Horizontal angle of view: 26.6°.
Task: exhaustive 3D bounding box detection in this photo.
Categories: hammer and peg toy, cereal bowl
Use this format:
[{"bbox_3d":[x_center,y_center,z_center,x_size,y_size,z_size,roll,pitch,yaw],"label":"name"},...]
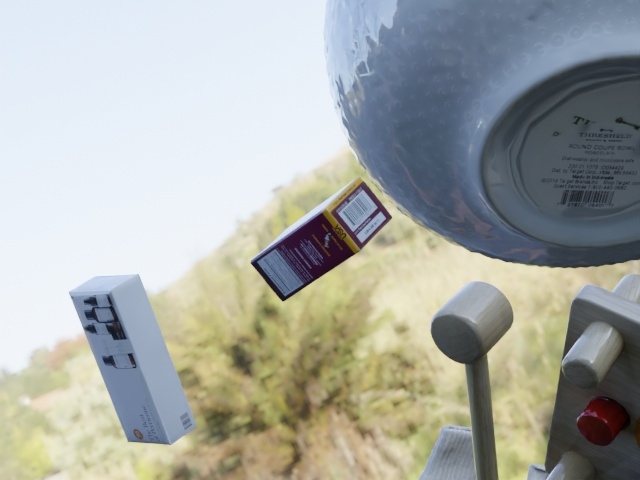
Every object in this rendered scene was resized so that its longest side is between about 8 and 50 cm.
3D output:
[{"bbox_3d":[0.281,0.160,1.214,0.127,0.361,0.266,-45,-32,-37],"label":"hammer and peg toy"},{"bbox_3d":[0.173,-0.099,0.861,0.339,0.141,0.339,-1,-46,-2],"label":"cereal bowl"}]

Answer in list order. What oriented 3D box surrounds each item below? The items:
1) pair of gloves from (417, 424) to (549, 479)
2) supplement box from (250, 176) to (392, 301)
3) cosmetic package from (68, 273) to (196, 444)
[{"bbox_3d":[0.201,0.345,1.636,0.204,0.240,0.042,-62,23,6],"label":"pair of gloves"},{"bbox_3d":[0.000,0.000,1.961,0.188,0.081,0.104,-35,6,43],"label":"supplement box"},{"bbox_3d":[-0.262,0.167,1.880,0.099,0.239,0.060,-4,21,45],"label":"cosmetic package"}]
